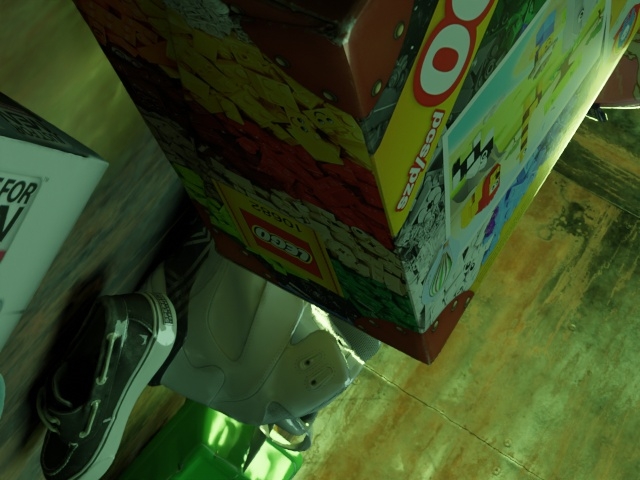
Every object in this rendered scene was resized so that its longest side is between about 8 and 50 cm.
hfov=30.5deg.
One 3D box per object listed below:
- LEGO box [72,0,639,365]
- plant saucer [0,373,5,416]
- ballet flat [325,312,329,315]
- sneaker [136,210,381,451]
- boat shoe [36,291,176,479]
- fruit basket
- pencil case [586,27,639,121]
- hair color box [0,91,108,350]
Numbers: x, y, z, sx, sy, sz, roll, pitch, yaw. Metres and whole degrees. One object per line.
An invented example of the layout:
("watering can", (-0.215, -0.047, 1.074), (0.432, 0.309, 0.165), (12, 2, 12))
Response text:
("LEGO box", (0.096, -0.231, 0.718), (0.500, 0.193, 0.372), (-56, 157, -16))
("plant saucer", (-0.272, 0.153, 0.726), (0.195, 0.037, 0.195), (-57, 171, -15))
("ballet flat", (0.000, 0.000, 1.306), (0.408, 0.147, 0.147), (-55, 171, 2))
("sneaker", (-0.025, 0.016, 1.059), (0.365, 0.210, 0.137), (-62, 171, 19))
("boat shoe", (-0.197, 0.125, 0.970), (0.070, 0.077, 0.219), (4, 127, -41))
("fruit basket", (-0.135, 0.282, 1.441), (0.327, 0.165, 0.353), (-48, -178, 10))
("pencil case", (0.279, -0.318, 1.130), (0.160, 0.167, 0.386), (-56, 131, -73))
("hair color box", (-0.246, 0.095, 0.441), (0.374, 0.114, 0.185), (-59, 171, 4))
